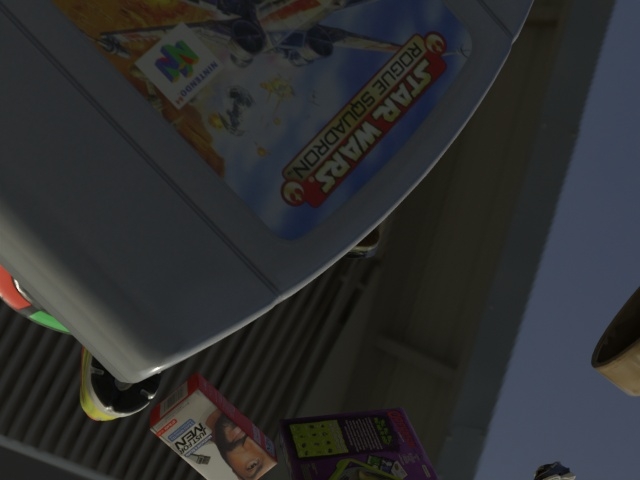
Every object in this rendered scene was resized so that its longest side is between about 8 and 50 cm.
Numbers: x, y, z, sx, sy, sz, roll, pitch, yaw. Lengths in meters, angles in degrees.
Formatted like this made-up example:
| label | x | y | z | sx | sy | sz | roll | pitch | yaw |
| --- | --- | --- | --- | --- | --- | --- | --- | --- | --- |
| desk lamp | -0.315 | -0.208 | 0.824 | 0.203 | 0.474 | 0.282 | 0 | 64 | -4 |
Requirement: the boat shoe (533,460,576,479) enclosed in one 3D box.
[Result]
| label | x | y | z | sx | sy | sz | roll | pitch | yaw |
| --- | --- | --- | --- | --- | --- | --- | --- | --- | --- |
| boat shoe | 0.334 | 0.347 | 1.473 | 0.038 | 0.125 | 0.046 | 45 | -67 | 30 |

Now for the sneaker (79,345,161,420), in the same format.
| label | x | y | z | sx | sy | sz | roll | pitch | yaw |
| --- | --- | --- | --- | --- | --- | --- | --- | --- | --- |
| sneaker | -0.174 | 0.069 | 0.908 | 0.094 | 0.081 | 0.209 | -45 | -156 | 51 |

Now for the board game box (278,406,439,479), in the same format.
| label | x | y | z | sx | sy | sz | roll | pitch | yaw |
| --- | --- | --- | --- | --- | --- | --- | --- | --- | --- |
| board game box | 0.066 | 0.356 | 1.447 | 0.347 | 0.208 | 0.056 | -116 | -160 | -66 |

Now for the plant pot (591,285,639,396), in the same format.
| label | x | y | z | sx | sy | sz | roll | pitch | yaw |
| --- | --- | --- | --- | --- | --- | --- | --- | --- | --- |
| plant pot | 0.553 | 0.132 | 1.264 | 0.323 | 0.280 | 0.323 | -48 | 174 | -6 |

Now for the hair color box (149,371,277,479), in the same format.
| label | x | y | z | sx | sy | sz | roll | pitch | yaw |
| --- | --- | --- | --- | --- | --- | --- | --- | --- | --- |
| hair color box | -0.149 | 0.276 | 1.413 | 0.093 | 0.167 | 0.053 | -41 | -158 | 8 |

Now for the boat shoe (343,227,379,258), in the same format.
| label | x | y | z | sx | sy | sz | roll | pitch | yaw |
| --- | --- | --- | --- | --- | --- | --- | --- | --- | --- |
| boat shoe | 0.000 | 0.000 | 1.296 | 0.152 | 0.049 | 0.056 | 9 | -130 | 10 |

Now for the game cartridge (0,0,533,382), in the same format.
| label | x | y | z | sx | sy | sz | roll | pitch | yaw |
| --- | --- | --- | --- | --- | --- | --- | --- | --- | --- |
| game cartridge | -0.030 | -0.093 | 0.443 | 0.297 | 0.198 | 0.062 | -48 | -174 | -24 |

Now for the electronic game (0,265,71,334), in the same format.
| label | x | y | z | sx | sy | sz | roll | pitch | yaw |
| --- | --- | --- | --- | --- | --- | --- | --- | --- | --- |
| electronic game | -0.290 | 0.052 | 1.215 | 0.229 | 0.229 | 0.048 | -30 | -140 | 38 |
